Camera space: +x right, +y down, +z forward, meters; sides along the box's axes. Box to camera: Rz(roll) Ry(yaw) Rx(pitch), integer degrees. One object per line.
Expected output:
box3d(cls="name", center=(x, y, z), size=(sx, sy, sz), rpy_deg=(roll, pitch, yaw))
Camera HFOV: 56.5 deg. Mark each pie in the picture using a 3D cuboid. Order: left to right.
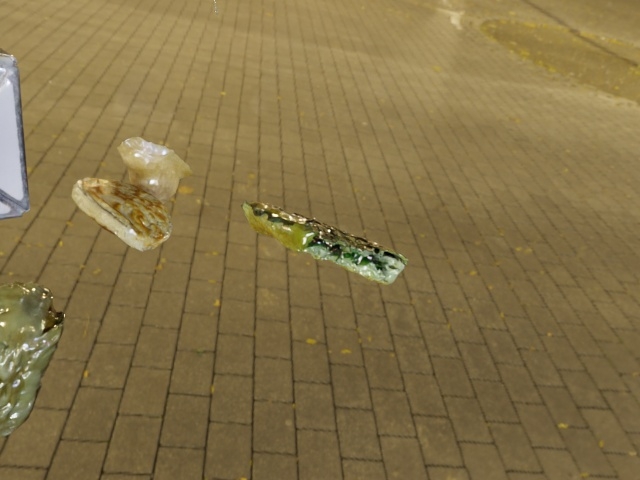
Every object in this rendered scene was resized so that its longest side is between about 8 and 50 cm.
box3d(cls="pie", center=(-0.404, -0.056, 1.214), size=(0.205, 0.084, 0.179), rpy_deg=(33, 17, 3))
box3d(cls="pie", center=(0.000, 0.000, 1.188), size=(0.297, 0.078, 0.371), rpy_deg=(21, 0, 40))

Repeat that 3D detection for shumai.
box3d(cls="shumai", center=(-0.523, 0.171, 0.886), size=(0.189, 0.255, 0.218), rpy_deg=(30, 12, 40))

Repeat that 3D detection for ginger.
box3d(cls="ginger", center=(-0.388, -0.146, 1.321), size=(0.115, 0.122, 0.193), rpy_deg=(7, -19, 26))

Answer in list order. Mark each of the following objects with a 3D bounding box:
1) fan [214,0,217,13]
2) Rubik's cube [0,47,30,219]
box3d(cls="fan", center=(-0.194, -0.450, 1.078), size=(0.004, 0.083, 0.056), rpy_deg=(-9, 0, -1))
box3d(cls="Rubik's cube", center=(-0.607, -0.172, 0.886), size=(0.255, 0.260, 0.259), rpy_deg=(-13, 30, -37))
